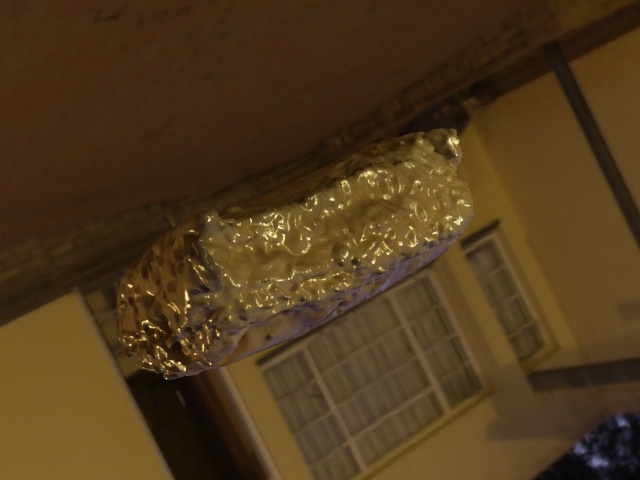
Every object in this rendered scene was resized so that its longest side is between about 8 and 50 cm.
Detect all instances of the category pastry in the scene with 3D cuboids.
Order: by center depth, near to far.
[{"bbox_3d":[-0.005,0.002,0.577,0.121,0.089,0.258,-16,-176,44],"label":"pastry"}]
